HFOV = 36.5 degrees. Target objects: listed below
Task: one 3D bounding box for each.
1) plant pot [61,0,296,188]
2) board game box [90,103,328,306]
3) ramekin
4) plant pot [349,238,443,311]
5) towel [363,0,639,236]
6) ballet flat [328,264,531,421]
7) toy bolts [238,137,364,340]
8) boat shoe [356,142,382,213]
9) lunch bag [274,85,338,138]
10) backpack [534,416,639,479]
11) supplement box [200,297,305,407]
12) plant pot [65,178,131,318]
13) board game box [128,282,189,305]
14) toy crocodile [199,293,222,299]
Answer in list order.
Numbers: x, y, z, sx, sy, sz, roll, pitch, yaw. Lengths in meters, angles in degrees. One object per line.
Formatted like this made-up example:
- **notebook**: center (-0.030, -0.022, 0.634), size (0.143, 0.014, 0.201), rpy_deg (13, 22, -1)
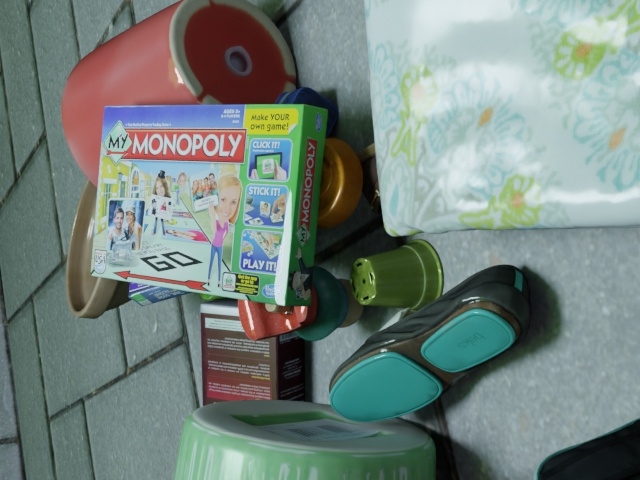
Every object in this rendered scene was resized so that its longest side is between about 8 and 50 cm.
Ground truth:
- **plant pot**: center (-0.177, -0.195, 1.320), size (0.243, 0.275, 0.275), rpy_deg (-27, 69, 46)
- **board game box**: center (-0.138, -0.048, 1.114), size (0.317, 0.046, 0.213), rpy_deg (5, 91, 38)
- **ramekin**: center (-0.017, 0.267, 1.041), size (0.303, 0.303, 0.148), rpy_deg (7, 91, 59)
- **plant pot**: center (0.077, 0.042, 1.059), size (0.083, 0.079, 0.083), rpy_deg (12, 104, 59)
- **towel**: center (0.180, -0.166, 0.790), size (0.374, 0.090, 0.320), rpy_deg (-1, 92, 47)
- **ballet flat**: center (0.116, 0.106, 0.994), size (0.280, 0.095, 0.096), rpy_deg (-35, 19, 45)
- **toy bolts**: center (0.000, 0.000, 1.135), size (0.218, 0.158, 0.228), rpy_deg (-18, 77, 36)
- **boat shoe**: center (0.103, -0.087, 1.015), size (0.207, 0.073, 0.073), rpy_deg (141, 118, -62)
- **lunch bag**: center (-0.032, -0.138, 1.214), size (0.065, 0.067, 0.098), rpy_deg (-1, 57, 61)
- **backpack**: center (0.240, 0.218, 0.694), size (0.166, 0.188, 0.144), rpy_deg (44, 129, 48)
- **supplement box**: center (-0.091, 0.203, 1.323), size (0.130, 0.073, 0.239), rpy_deg (3, 96, 31)
- **plant pot**: center (-0.296, 0.003, 1.453), size (0.237, 0.110, 0.237), rpy_deg (-32, 53, 56)
- **board game box**: center (-0.157, -0.002, 1.278), size (0.201, 0.035, 0.136), rpy_deg (-15, 57, 20)
- **toy crocodile**: center (-0.143, 0.024, 1.395), size (0.340, 0.115, 0.105), rpy_deg (5, 97, 59)
